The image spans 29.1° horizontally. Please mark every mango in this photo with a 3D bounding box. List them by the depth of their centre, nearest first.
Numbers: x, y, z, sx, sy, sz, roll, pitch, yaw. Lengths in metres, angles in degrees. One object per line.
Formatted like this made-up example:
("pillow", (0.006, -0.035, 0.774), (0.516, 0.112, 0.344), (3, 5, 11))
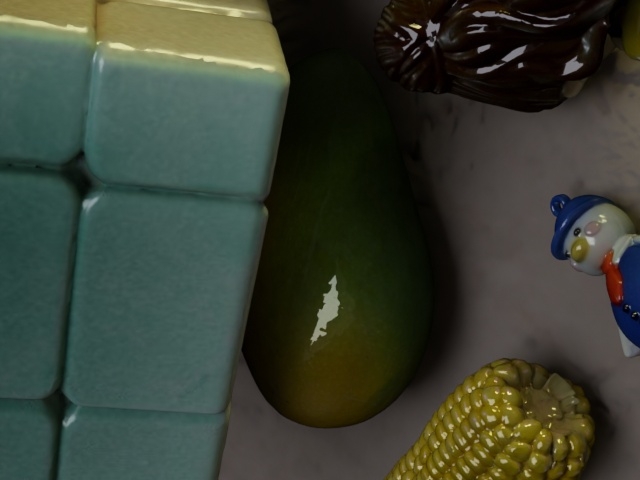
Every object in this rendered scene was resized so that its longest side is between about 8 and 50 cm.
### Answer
("mango", (0.000, 0.000, 0.833), (0.156, 0.114, 0.251), (-13, 86, 57))

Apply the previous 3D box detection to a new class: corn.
("corn", (0.081, 0.174, 0.787), (0.093, 0.093, 0.244), (54, 131, 27))

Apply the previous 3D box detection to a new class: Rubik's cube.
("Rubik's cube", (-0.211, -0.048, 0.806), (0.319, 0.315, 0.322), (-105, 22, -58))

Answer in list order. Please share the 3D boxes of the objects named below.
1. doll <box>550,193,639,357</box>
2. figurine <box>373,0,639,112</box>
("doll", (0.178, 0.018, 0.695), (0.143, 0.057, 0.099), (50, 142, 37))
("figurine", (0.176, -0.126, 0.634), (0.315, 0.168, 0.187), (8, 140, 55))
